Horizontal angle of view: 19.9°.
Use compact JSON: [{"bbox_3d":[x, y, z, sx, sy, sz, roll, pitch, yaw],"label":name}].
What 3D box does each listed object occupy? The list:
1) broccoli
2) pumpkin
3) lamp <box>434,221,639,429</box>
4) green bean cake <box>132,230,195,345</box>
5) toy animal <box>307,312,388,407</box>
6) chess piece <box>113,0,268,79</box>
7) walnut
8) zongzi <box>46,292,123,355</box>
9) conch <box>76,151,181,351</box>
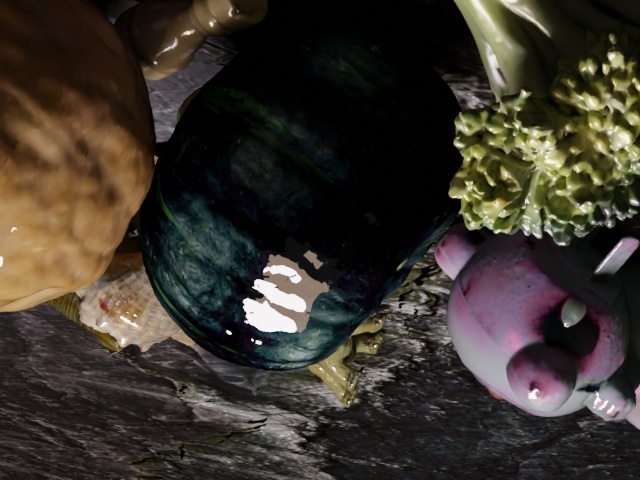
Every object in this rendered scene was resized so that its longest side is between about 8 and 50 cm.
[{"bbox_3d":[0.164,-0.130,1.332,0.243,0.263,0.247,48,173,-25],"label":"broccoli"},{"bbox_3d":[-0.020,-0.045,1.469,0.238,0.315,0.315,36,162,7],"label":"pumpkin"},{"bbox_3d":[0.284,0.074,1.899,0.301,0.247,0.247,9,131,-34],"label":"lamp"},{"bbox_3d":[-0.143,0.042,1.998,0.085,0.109,0.179,-1,160,15],"label":"green bean cake"},{"bbox_3d":[0.017,0.128,2.271,0.101,0.103,0.218,27,167,7],"label":"toy animal"},{"bbox_3d":[-0.100,-0.173,1.434,0.122,0.066,0.066,-19,151,41],"label":"chess piece"},{"bbox_3d":[-0.272,-0.092,1.363,0.306,0.306,0.344,-6,156,26],"label":"walnut"},{"bbox_3d":[-0.255,0.024,2.066,0.187,0.184,0.084,36,121,2],"label":"zongzi"},{"bbox_3d":[-0.165,-0.004,1.817,0.245,0.163,0.178,-37,129,23],"label":"conch"}]
